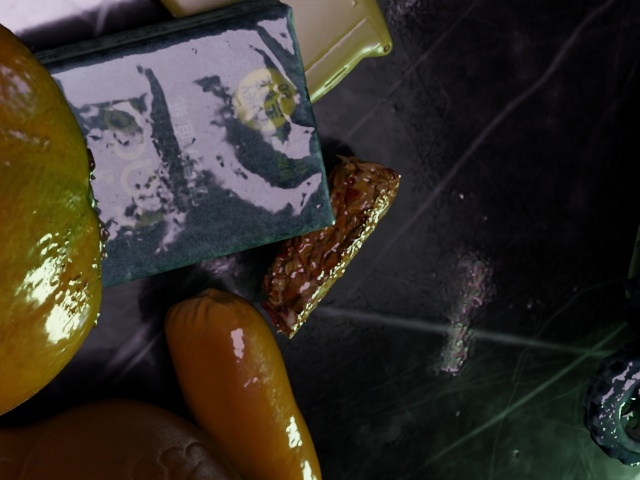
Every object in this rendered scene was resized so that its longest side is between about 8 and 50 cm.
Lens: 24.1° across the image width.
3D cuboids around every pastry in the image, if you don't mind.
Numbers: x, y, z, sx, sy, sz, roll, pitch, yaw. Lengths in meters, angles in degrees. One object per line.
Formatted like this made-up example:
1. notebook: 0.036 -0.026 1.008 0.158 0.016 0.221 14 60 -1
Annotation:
1. pastry: 0.000 0.000 1.267 0.063 0.087 0.169 36 90 5

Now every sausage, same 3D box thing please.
1. sausage: -0.065 0.142 1.275 0.098 0.098 0.238 -27 118 -14

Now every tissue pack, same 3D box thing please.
1. tissue pack: -0.132 -0.071 1.167 0.257 0.081 0.185 -15 111 -9

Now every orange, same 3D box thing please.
1. orange: -0.294 -0.017 1.076 0.274 0.274 0.310 6 81 -25

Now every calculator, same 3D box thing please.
1. calculator: -0.045 -0.202 1.208 0.157 0.033 0.236 -43 116 -4

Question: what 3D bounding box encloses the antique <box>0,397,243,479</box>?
1. antique: -0.157 0.240 1.206 0.278 0.129 0.224 10 63 -2

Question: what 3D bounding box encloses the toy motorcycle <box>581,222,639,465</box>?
1. toy motorcycle: 0.394 0.030 1.402 0.237 0.169 0.410 11 107 -20
